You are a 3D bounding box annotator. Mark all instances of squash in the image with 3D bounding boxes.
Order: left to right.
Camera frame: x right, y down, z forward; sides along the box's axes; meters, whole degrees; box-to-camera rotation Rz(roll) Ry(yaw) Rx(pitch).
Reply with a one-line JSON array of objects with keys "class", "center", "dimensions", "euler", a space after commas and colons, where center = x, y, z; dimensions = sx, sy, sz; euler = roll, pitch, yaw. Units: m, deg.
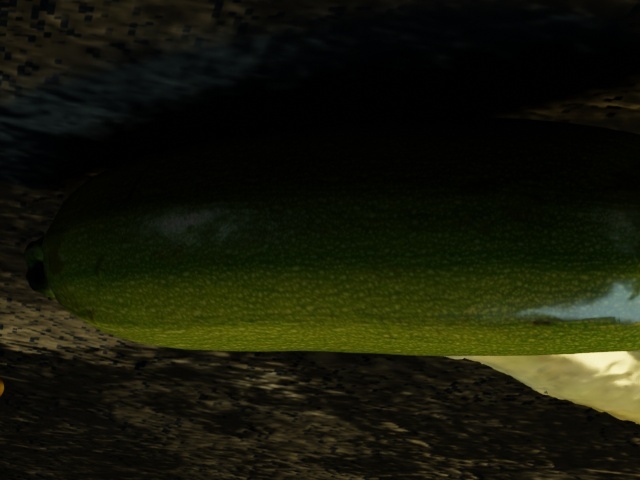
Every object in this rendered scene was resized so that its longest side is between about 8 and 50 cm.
[{"class": "squash", "center": [0.000, 0.000, 0.557], "dimensions": [0.252, 0.066, 0.066], "euler": [-2, 161, 36]}]

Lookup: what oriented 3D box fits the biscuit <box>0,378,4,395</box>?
[{"class": "biscuit", "center": [-0.195, 0.064, 0.904], "dimensions": [0.081, 0.018, 0.083], "euler": [16, 159, -27]}]

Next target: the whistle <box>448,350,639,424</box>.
[{"class": "whistle", "center": [0.158, 0.049, 0.676], "dimensions": [0.068, 0.057, 0.326], "euler": [-10, 156, 44]}]
